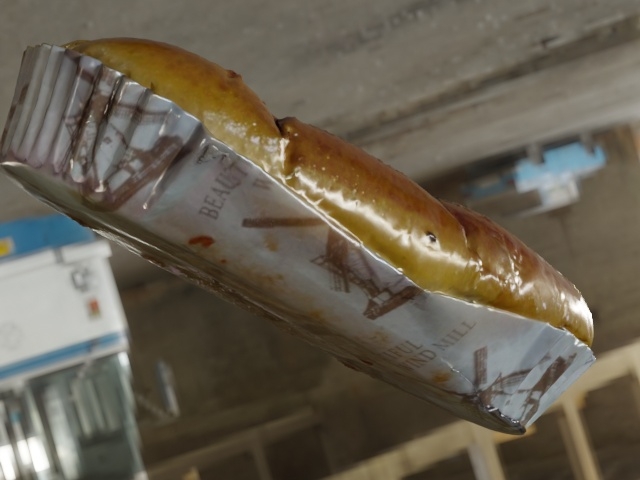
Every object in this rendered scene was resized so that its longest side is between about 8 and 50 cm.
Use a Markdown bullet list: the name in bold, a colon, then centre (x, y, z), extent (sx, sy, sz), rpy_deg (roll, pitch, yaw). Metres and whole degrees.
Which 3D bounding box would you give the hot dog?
- **hot dog**: centre (0.000, 0.000, 0.624), extent (0.268, 0.075, 0.144), rpy_deg (33, 167, -33)
